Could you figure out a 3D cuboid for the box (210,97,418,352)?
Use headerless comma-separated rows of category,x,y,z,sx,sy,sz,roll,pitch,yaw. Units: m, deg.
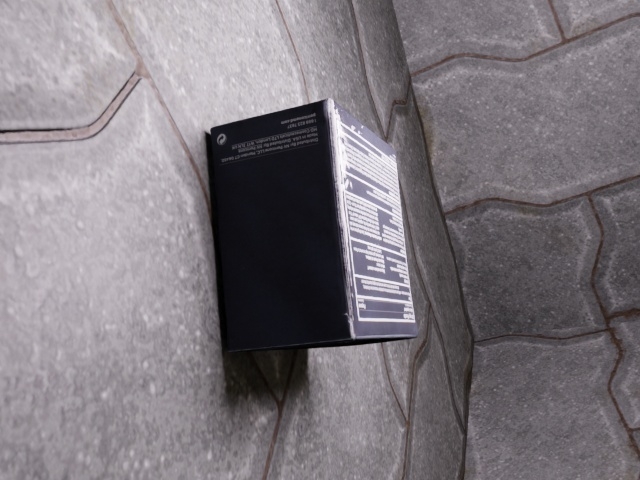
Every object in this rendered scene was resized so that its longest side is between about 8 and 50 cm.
box,0.000,0.000,1.014,0.296,0.182,0.294,17,64,-67
